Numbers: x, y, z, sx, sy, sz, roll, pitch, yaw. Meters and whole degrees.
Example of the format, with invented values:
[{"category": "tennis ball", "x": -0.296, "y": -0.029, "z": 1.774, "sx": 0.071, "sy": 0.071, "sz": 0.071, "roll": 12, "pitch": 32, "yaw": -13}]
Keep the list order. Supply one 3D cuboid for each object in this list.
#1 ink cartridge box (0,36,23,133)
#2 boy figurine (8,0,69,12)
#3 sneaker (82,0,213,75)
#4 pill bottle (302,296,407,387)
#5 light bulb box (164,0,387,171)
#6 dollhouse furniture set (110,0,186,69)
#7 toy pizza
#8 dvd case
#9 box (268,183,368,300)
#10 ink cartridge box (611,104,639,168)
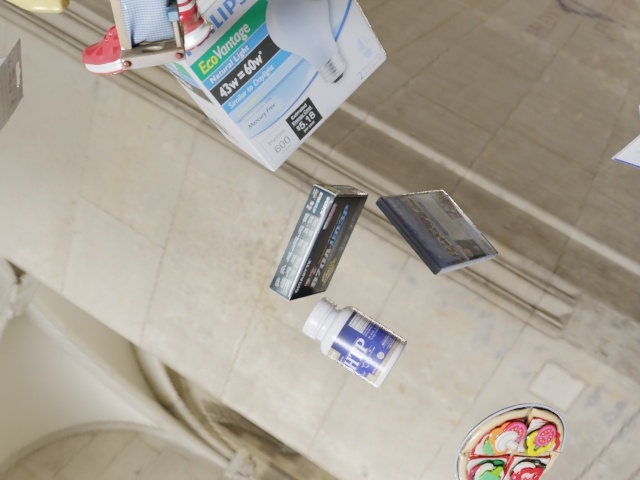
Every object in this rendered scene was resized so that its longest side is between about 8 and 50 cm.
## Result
[{"category": "ink cartridge box", "x": -0.720, "y": -0.321, "z": 1.722, "sx": 0.181, "sy": 0.056, "sz": 0.225, "roll": 112, "pitch": 168, "yaw": -47}, {"category": "boy figurine", "x": -0.395, "y": -0.364, "z": 0.863, "sx": 0.177, "sy": 0.285, "sz": 0.092, "roll": -57, "pitch": 25, "yaw": -2}, {"category": "sneaker", "x": -0.273, "y": -0.324, "z": 1.126, "sx": 0.087, "sy": 0.221, "sz": 0.128, "roll": -78, "pitch": -31, "yaw": -46}, {"category": "pill bottle", "x": 0.064, "y": 0.194, "z": 1.530, "sx": 0.112, "sy": 0.186, "sz": 0.112, "roll": -56, "pitch": -10, "yaw": -16}, {"category": "light bulb box", "x": -0.118, "y": -0.406, "z": 1.571, "sx": 0.358, "sy": 0.225, "sz": 0.361, "roll": -47, "pitch": -47, "yaw": -6}, {"category": "dollhouse furniture set", "x": -0.122, "y": -0.266, "z": 0.798, "sx": 0.129, "sy": 0.183, "sz": 0.129, "roll": -110, "pitch": 11, "yaw": -60}, {"category": "toy pizza", "x": 0.315, "y": 0.349, "z": 1.276, "sx": 0.201, "sy": 0.201, "sz": 0.032, "roll": -63, "pitch": 27, "yaw": 22}, {"category": "dvd case", "x": 0.229, "y": -0.022, "z": 1.512, "sx": 0.253, "sy": 0.180, "sz": 0.022, "roll": -10, "pitch": -34, "yaw": -53}, {"category": "box", "x": 0.000, "y": 0.000, "z": 1.492, "sx": 0.175, "sy": 0.051, "sz": 0.220, "roll": -5, "pitch": -58, "yaw": -66}, {"category": "ink cartridge box", "x": 0.715, "y": -0.221, "z": 1.368, "sx": 0.307, "sy": 0.303, "sz": 0.072, "roll": -42, "pitch": 47, "yaw": 46}]
